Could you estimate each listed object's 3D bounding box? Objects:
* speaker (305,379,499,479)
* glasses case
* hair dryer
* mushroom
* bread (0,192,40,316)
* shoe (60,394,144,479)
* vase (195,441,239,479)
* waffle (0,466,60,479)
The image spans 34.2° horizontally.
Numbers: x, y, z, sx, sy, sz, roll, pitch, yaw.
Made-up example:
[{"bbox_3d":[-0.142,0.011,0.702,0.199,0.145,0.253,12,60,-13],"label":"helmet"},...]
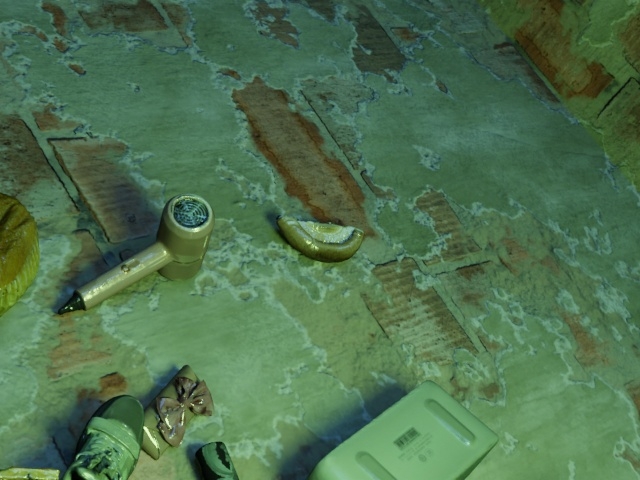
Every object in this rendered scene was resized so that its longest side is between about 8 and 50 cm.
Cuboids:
[{"bbox_3d":[0.144,0.433,1.956,0.184,0.183,0.406,44,42,18],"label":"speaker"},{"bbox_3d":[-0.257,0.310,1.886,0.102,0.070,0.193,39,42,2],"label":"glasses case"},{"bbox_3d":[-0.357,0.050,2.006,0.344,0.189,0.107,-35,74,-31],"label":"hair dryer"},{"bbox_3d":[-0.002,0.001,2.336,0.210,0.072,0.094,8,46,-23],"label":"mushroom"},{"bbox_3d":[-0.624,0.024,1.864,0.227,0.142,0.253,23,44,-2],"label":"bread"},{"bbox_3d":[-0.350,0.363,1.687,0.109,0.149,0.293,29,55,-9],"label":"shoe"},{"bbox_3d":[-0.159,0.457,1.821,0.060,0.060,0.211,-3,53,-35],"label":"vase"},{"bbox_3d":[-0.469,0.399,1.608,0.102,0.148,0.042,10,50,-27],"label":"waffle"}]
